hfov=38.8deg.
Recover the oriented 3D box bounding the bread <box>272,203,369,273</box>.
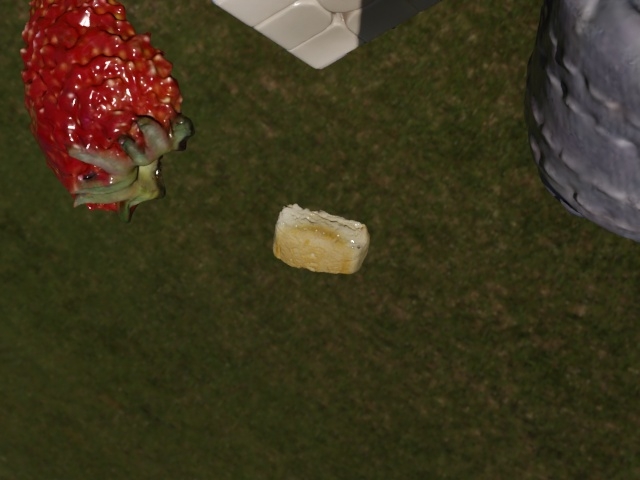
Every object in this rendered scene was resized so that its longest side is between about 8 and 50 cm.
[{"bbox_3d":[0.000,0.000,0.787,0.083,0.035,0.070,14,152,6],"label":"bread"}]

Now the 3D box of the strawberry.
[{"bbox_3d":[-0.277,-0.174,1.002,0.306,0.138,0.233,56,142,17],"label":"strawberry"}]

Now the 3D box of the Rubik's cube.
[{"bbox_3d":[0.004,-0.464,1.284,0.291,0.290,0.292,-26,159,25],"label":"Rubik's cube"}]

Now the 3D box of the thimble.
[{"bbox_3d":[0.237,-0.112,0.538,0.205,0.236,0.172,35,157,20],"label":"thimble"}]
